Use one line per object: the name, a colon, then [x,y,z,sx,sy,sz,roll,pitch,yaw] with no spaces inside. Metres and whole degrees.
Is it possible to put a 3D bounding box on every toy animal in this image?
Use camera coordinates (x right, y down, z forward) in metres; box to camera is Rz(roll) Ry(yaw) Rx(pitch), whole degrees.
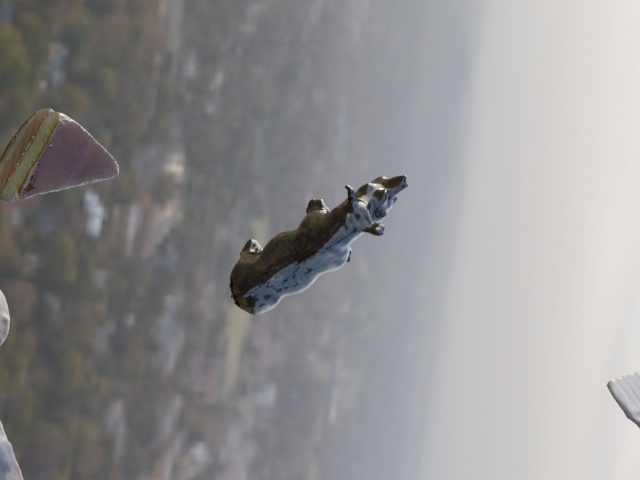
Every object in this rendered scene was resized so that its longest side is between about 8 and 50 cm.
toy animal: [0.000,0.000,1.170,0.047,0.135,0.065,58,12,-4]

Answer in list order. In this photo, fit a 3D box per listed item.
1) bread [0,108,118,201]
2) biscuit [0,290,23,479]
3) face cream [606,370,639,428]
bread: [-0.201,-0.068,1.394,0.109,0.043,0.062,-22,115,-45]
biscuit: [-0.366,0.163,1.568,0.368,0.076,0.394,5,63,-55]
face cream: [0.374,0.188,1.067,0.420,0.234,0.137,55,-27,39]
